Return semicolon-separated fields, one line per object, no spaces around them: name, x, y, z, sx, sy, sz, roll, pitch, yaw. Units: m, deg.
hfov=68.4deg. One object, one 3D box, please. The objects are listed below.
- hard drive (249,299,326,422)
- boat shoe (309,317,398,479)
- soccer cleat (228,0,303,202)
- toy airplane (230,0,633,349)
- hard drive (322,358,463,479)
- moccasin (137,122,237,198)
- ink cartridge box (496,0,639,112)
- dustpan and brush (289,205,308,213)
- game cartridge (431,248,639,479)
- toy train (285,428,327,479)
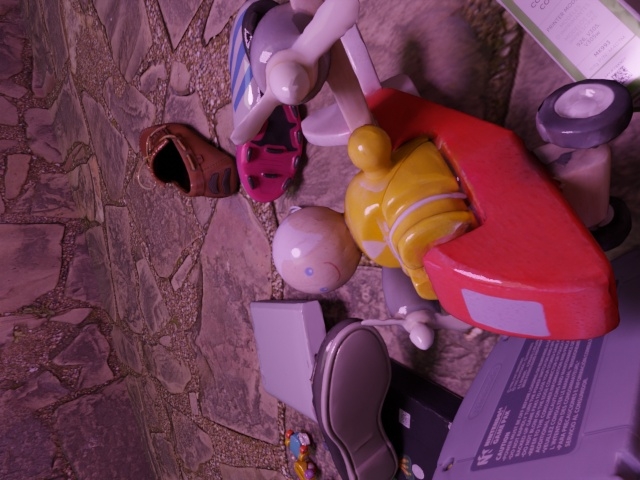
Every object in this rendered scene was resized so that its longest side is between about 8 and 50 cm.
hard drive;-0.061;0.216;0.901;0.307;0.040;0.203;-15;84;65
boat shoe;0.035;0.226;0.645;0.095;0.112;0.335;34;144;48
soccer cleat;-0.099;-0.236;0.818;0.143;0.116;0.331;-142;51;-59
toy airplane;0.058;-0.062;0.477;0.386;0.272;0.384;53;176;4
hard drive;0.130;0.317;0.736;0.339;0.064;0.237;18;116;47
moccasin;-0.344;-0.184;1.099;0.380;0.147;0.139;38;129;39
ink cartridge box;0.221;-0.203;0.402;0.209;0.109;0.062;59;140;20
dustpan and brush;0.000;0.000;0.794;0.211;0.060;0.147;-15;90;53
game cartridge;0.202;0.129;0.401;0.060;0.294;0.196;49;139;0
toy train;-0.013;0.471;0.991;0.125;0.046;0.166;-23;87;51
